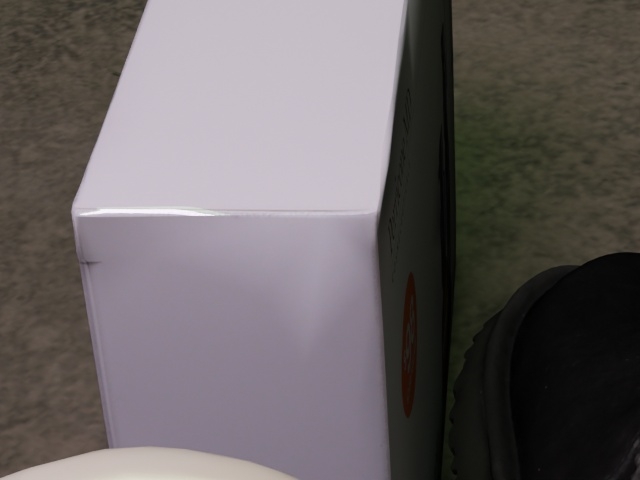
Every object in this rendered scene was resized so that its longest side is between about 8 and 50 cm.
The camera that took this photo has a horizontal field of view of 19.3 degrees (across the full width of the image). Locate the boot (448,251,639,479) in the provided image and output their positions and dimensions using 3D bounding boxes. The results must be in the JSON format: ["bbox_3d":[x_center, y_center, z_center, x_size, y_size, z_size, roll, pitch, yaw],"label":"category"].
[{"bbox_3d":[0.172,0.052,0.634,0.131,0.260,0.348,40,27,-12],"label":"boot"}]

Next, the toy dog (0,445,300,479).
[{"bbox_3d":[-0.016,0.270,0.374,0.408,0.284,0.395,24,52,21],"label":"toy dog"}]

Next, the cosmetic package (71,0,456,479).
[{"bbox_3d":[0.000,0.000,0.737,0.097,0.284,0.377,-1,35,8],"label":"cosmetic package"}]
